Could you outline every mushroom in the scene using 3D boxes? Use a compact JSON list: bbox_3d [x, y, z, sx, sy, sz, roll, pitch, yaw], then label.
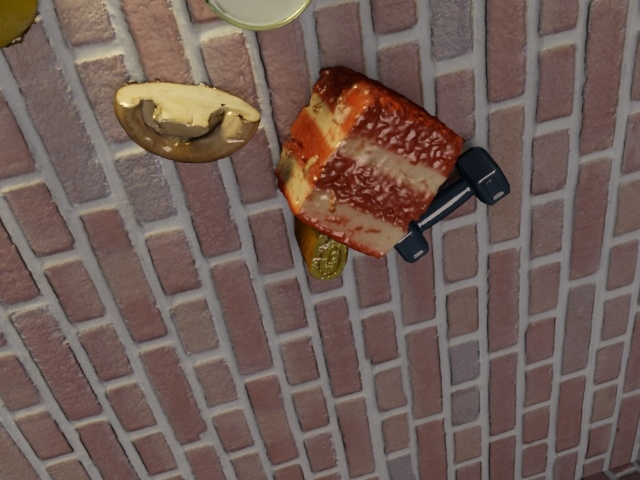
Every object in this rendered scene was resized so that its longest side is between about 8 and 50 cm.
[{"bbox_3d":[-0.269,-0.224,1.199,0.286,0.156,0.151,8,130,-6],"label":"mushroom"}]

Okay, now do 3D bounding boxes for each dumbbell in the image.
[{"bbox_3d":[0.296,-0.087,1.433,0.316,0.156,0.143,-37,93,8],"label":"dumbbell"}]

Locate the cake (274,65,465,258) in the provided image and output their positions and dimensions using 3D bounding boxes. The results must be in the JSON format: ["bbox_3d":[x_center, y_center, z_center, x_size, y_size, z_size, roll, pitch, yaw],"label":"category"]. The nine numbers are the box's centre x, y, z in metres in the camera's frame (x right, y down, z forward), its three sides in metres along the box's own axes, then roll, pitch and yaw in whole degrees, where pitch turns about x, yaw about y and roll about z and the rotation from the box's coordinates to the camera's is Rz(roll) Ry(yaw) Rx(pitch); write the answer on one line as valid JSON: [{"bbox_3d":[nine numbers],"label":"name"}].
[{"bbox_3d":[0.084,-0.166,1.248,0.270,0.269,0.319,21,111,-26],"label":"cake"}]

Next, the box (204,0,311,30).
[{"bbox_3d":[-0.111,-0.500,1.044,0.226,0.149,0.226,-2,124,-3],"label":"box"}]

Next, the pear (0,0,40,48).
[{"bbox_3d":[-0.605,-0.429,0.962,0.267,0.178,0.267,-4,120,-8],"label":"pear"}]

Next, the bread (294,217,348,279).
[{"bbox_3d":[0.000,0.000,1.384,0.103,0.172,0.132,-1,119,-18],"label":"bread"}]
